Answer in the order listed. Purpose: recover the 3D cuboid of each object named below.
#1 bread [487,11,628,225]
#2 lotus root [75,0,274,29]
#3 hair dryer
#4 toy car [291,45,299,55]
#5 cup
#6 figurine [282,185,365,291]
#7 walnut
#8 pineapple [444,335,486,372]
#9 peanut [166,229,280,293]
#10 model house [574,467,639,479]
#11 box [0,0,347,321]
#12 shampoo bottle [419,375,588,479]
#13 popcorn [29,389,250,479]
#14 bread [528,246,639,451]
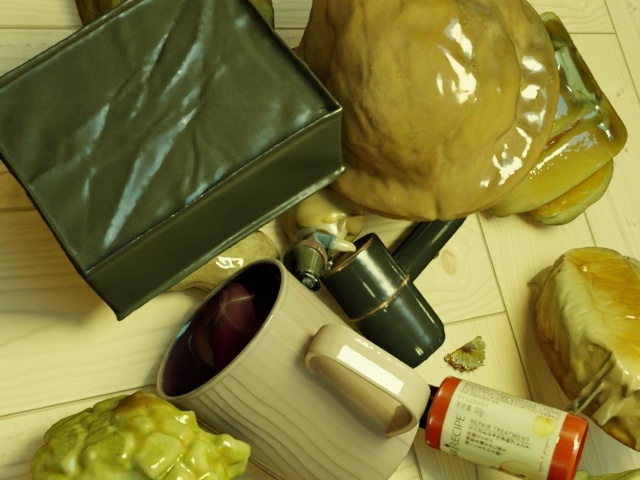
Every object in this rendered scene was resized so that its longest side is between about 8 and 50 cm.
[{"bbox_3d":[0.359,-0.194,1.583,0.301,0.210,0.341,-24,87,-33],"label":"bread"},{"bbox_3d":[-0.179,-0.286,1.326,0.267,0.149,0.260,-9,77,-30],"label":"lotus root"},{"bbox_3d":[0.161,0.027,1.454,0.189,0.107,0.352,53,49,-7],"label":"hair dryer"},{"bbox_3d":[-0.031,-0.263,1.457,0.142,0.069,0.055,-29,48,-35],"label":"toy car"},{"bbox_3d":[-0.014,0.162,1.172,0.273,0.288,0.208,43,29,-22],"label":"cup"},{"bbox_3d":[0.000,0.000,1.326,0.108,0.114,0.196,27,41,-15],"label":"figurine"},{"bbox_3d":[0.133,-0.225,1.313,0.384,0.383,0.383,11,67,-28],"label":"walnut"},{"bbox_3d":[0.228,0.179,1.479,0.083,0.019,0.045,-21,81,-38],"label":"pineapple"},{"bbox_3d":[-0.153,0.020,1.264,0.228,0.086,0.104,8,60,-31],"label":"peanut"},{"bbox_3d":[0.354,0.461,1.301,0.321,0.266,0.261,-17,83,-35],"label":"model house"},{"bbox_3d":[-0.175,-0.115,1.118,0.345,0.204,0.251,-35,76,-10],"label":"box"},{"bbox_3d":[0.215,0.250,1.320,0.278,0.104,0.104,16,56,21],"label":"shampoo bottle"},{"bbox_3d":[-0.203,0.264,1.070,0.217,0.235,0.181,-37,122,-32],"label":"popcorn"},{"bbox_3d":[0.455,0.164,1.438,0.236,0.183,0.388,4,31,-3],"label":"bread"}]
